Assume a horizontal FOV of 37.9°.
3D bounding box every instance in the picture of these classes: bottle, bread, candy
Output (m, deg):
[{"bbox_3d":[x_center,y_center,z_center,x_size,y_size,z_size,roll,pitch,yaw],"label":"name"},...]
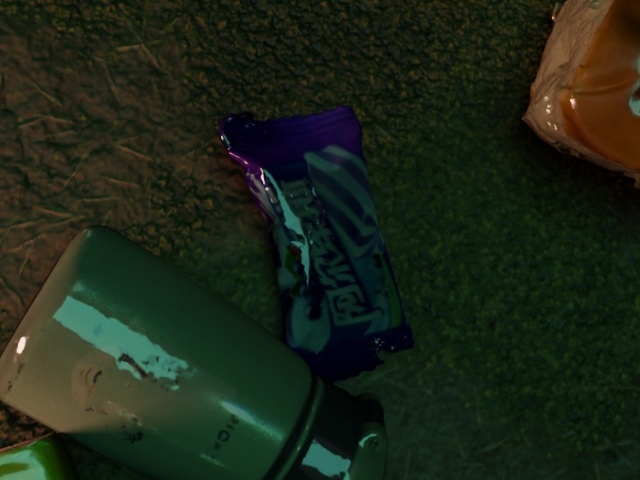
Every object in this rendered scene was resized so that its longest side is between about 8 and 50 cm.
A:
[{"bbox_3d":[-0.093,0.140,0.798,0.347,0.168,0.168,33,72,-11],"label":"bottle"},{"bbox_3d":[0.364,-0.171,0.960,0.250,0.225,0.279,27,77,-8],"label":"bread"},{"bbox_3d":[0.000,0.000,0.899,0.145,0.070,0.275,-16,92,-21],"label":"candy"}]

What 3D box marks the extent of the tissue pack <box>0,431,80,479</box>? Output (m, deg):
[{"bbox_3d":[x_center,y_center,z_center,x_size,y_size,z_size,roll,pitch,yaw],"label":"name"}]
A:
[{"bbox_3d":[-0.230,0.300,0.703,0.167,0.200,0.275,-18,85,-17],"label":"tissue pack"}]
